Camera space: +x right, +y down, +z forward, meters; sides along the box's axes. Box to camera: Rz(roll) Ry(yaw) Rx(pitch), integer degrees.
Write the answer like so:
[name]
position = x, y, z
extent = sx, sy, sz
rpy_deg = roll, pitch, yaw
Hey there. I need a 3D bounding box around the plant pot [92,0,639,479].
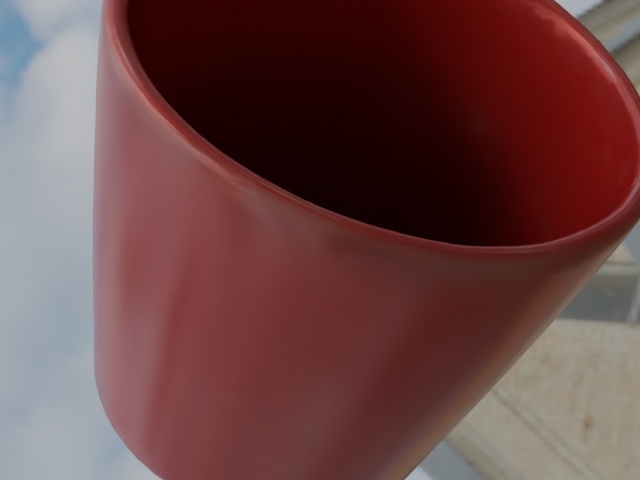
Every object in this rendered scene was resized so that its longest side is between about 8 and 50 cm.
[plant pot]
position = 0.000, 0.000, 0.804
extent = 0.275, 0.275, 0.243
rpy_deg = -40, -22, -47
